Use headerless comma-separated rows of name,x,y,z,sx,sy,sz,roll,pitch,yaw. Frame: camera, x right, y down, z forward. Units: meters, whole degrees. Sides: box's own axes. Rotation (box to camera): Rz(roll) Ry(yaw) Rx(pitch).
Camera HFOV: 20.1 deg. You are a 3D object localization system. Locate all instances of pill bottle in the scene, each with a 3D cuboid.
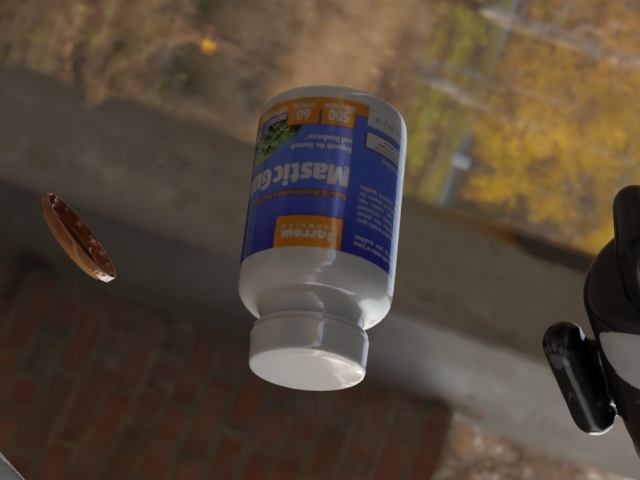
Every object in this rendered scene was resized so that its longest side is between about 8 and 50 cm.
pill bottle,0.000,0.000,1.756,0.152,0.152,0.272,97,-1,-64

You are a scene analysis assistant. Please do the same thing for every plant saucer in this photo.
plant saucer,-0.189,-0.001,1.398,0.013,0.083,0.083,-37,176,4

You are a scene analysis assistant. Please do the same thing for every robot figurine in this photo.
robot figurine,0.308,0.081,1.432,0.173,0.209,0.278,-42,125,-28

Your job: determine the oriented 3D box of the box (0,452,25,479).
box,-0.452,0.186,1.674,0.215,0.168,0.345,-43,-149,-11
